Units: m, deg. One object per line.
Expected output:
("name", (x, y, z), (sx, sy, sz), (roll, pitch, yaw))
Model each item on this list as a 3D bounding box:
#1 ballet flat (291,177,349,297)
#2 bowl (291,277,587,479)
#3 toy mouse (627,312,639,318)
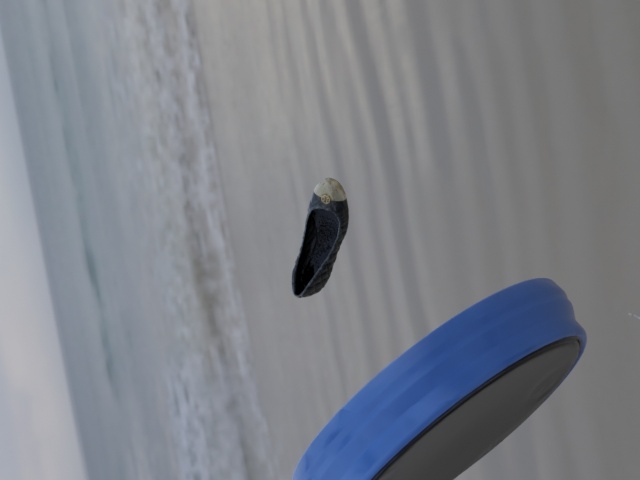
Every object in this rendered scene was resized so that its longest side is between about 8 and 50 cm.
("ballet flat", (0.000, 0.000, 1.559), (0.049, 0.057, 0.173), (-44, -31, -59))
("bowl", (0.146, 0.202, 1.380), (0.077, 0.391, 0.391), (52, 156, 22))
("toy mouse", (0.360, 0.102, 1.168), (0.161, 0.031, 0.143), (47, 180, -44))
